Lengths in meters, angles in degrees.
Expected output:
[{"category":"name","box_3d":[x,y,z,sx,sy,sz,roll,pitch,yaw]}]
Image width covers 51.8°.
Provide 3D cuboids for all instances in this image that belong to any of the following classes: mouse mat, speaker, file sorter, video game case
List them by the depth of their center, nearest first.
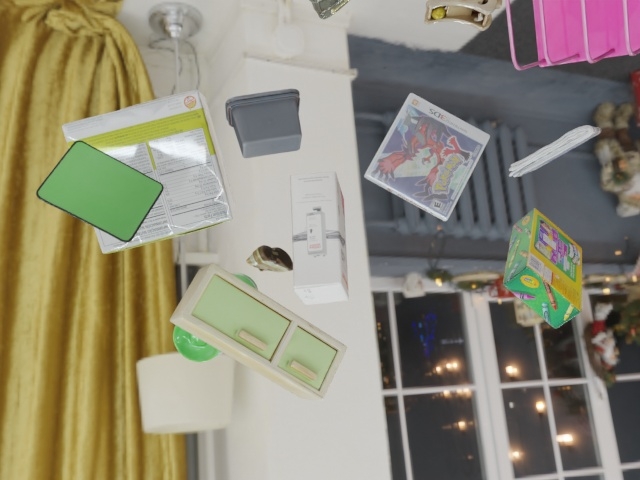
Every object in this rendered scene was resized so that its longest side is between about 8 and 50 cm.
[{"category":"file sorter","box_3d":[0.502,-0.427,1.191,0.290,0.202,0.182,2,-160,39]},{"category":"mouse mat","box_3d":[-0.406,-0.093,1.228,0.189,0.152,0.007,28,145,-7]},{"category":"video game case","box_3d":[0.212,-0.166,1.298,0.183,0.201,0.023,29,167,2]},{"category":"speaker","box_3d":[-0.239,0.173,1.552,0.131,0.131,0.296,-9,-166,14]}]

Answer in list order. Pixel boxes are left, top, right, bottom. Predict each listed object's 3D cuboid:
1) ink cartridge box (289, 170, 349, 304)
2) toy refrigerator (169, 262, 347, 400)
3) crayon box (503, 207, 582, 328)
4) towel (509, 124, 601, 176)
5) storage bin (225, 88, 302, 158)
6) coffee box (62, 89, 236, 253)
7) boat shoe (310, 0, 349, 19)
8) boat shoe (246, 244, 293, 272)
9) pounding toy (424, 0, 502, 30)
[{"category":"ink cartridge box","box_3d":[0.000,0.000,1.622,0.117,0.283,0.207,-5,163,6]},{"category":"toy refrigerator","box_3d":[-0.097,0.153,1.077,0.269,0.102,0.094,35,157,-16]},{"category":"crayon box","box_3d":[0.537,0.059,1.577,0.165,0.278,0.081,40,127,-5]},{"category":"towel","box_3d":[0.578,-0.223,1.609,0.209,0.034,0.285,-31,175,28]},{"category":"storage bin","box_3d":[-0.096,-0.201,1.181,0.135,0.091,0.098,-9,159,-10]},{"category":"coffee box","box_3d":[-0.428,-0.186,1.747,0.338,0.334,0.337,-15,-169,-3]},{"category":"boat shoe","box_3d":[0.083,-0.679,1.687,0.109,0.305,0.091,22,147,44]},{"category":"boat shoe","box_3d":[-0.140,0.056,1.787,0.072,0.068,0.190,-30,156,16]},{"category":"pounding toy","box_3d":[0.450,-0.703,2.052,0.269,0.154,0.155,-9,150,-7]}]
